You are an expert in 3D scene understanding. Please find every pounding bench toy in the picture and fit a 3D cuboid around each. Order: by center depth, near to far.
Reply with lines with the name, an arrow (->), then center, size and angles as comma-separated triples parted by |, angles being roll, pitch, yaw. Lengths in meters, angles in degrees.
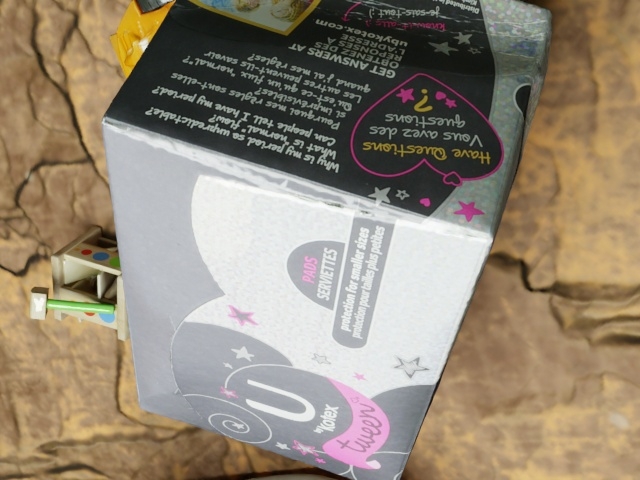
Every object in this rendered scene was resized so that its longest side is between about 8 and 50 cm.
pounding bench toy -> -0.150, 0.037, 0.685 | 0.065, 0.083, 0.052 | 16, 120, 18

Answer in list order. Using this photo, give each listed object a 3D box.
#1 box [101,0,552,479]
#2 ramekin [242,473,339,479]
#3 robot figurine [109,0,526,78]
box -> 0.000, 0.000, 0.501 | 0.163, 0.142, 0.247 | 17, 145, 6
ramekin -> -0.060, 0.256, 0.655 | 0.272, 0.273, 0.127 | -13, 97, 29
robot figurine -> -0.008, -0.183, 0.508 | 0.291, 0.085, 0.211 | -13, 109, 30
